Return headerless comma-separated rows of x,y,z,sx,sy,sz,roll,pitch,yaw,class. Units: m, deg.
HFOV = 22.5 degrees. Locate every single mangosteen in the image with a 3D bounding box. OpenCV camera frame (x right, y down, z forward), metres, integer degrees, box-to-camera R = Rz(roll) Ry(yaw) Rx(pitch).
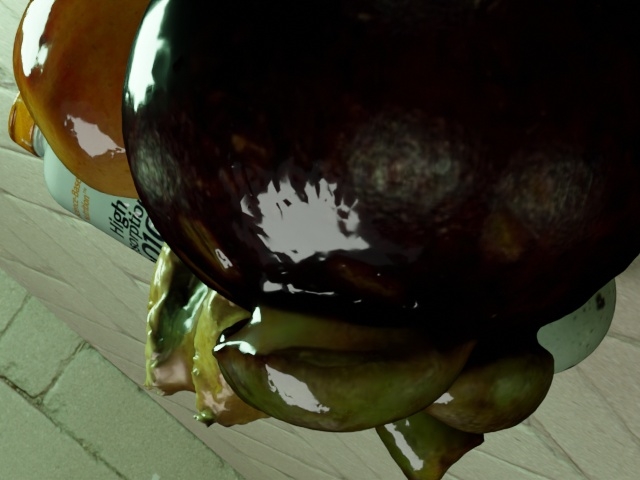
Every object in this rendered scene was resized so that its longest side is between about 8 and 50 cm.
0.043,-0.035,0.871,0.307,0.347,0.307,6,180,0,mangosteen

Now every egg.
0.157,0.039,1.252,0.131,0.131,0.164,39,170,-17,egg

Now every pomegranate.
-0.126,-0.127,1.192,0.209,0.209,0.209,31,164,10,pomegranate

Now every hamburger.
0.002,-0.001,1.290,0.162,0.330,0.209,31,124,37,hamburger

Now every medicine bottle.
-0.149,-0.066,1.499,0.288,0.157,0.157,30,164,14,medicine bottle
